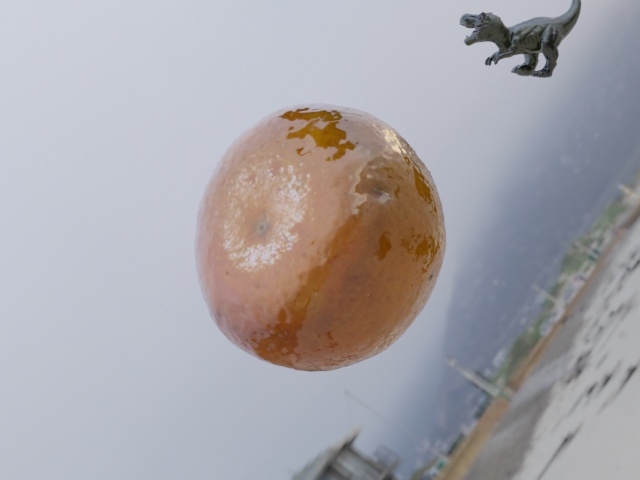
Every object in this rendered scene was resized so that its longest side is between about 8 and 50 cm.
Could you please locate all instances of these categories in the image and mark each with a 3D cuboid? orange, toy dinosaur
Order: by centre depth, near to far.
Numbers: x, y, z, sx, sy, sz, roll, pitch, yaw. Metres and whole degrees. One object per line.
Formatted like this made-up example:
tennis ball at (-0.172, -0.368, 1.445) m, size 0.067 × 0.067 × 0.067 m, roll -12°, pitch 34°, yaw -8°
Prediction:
orange at (0.000, 0.000, 0.980) m, size 0.170 × 0.224 × 0.224 m, roll 24°, pitch -78°, yaw -50°
toy dinosaur at (0.311, -0.335, 1.760) m, size 0.087 × 0.187 × 0.179 m, roll 26°, pitch 106°, yaw 64°
